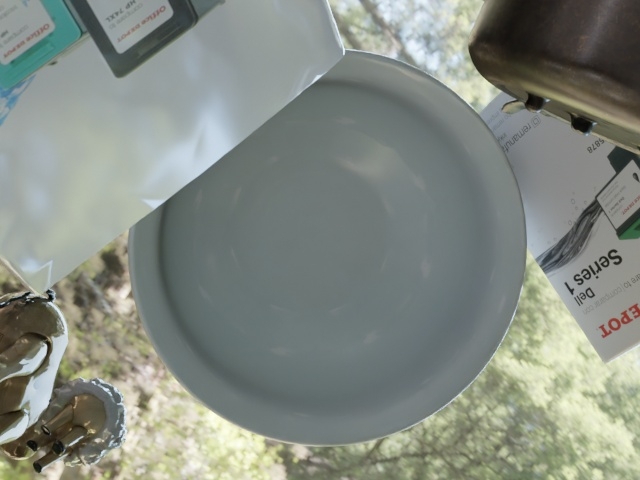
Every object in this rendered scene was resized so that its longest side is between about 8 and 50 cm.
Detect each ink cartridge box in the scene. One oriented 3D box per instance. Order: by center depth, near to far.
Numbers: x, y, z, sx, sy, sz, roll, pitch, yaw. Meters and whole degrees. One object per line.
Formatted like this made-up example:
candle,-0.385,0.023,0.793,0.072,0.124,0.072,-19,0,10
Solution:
ink cartridge box,-0.147,-0.154,0.451,0.197,0.270,0.198,-39,-122,-9
ink cartridge box,0.229,-0.040,0.805,0.219,0.092,0.160,58,-40,13

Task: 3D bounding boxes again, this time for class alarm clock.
alarm clock,0.125,-0.056,0.368,0.192,0.129,0.064,31,-80,63

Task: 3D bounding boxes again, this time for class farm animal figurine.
farm animal figurine,-0.369,0.170,1.192,0.330,0.172,0.327,45,-56,12

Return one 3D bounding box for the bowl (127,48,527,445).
bowl,0.000,0.000,0.840,0.298,0.298,0.134,-47,-168,0
